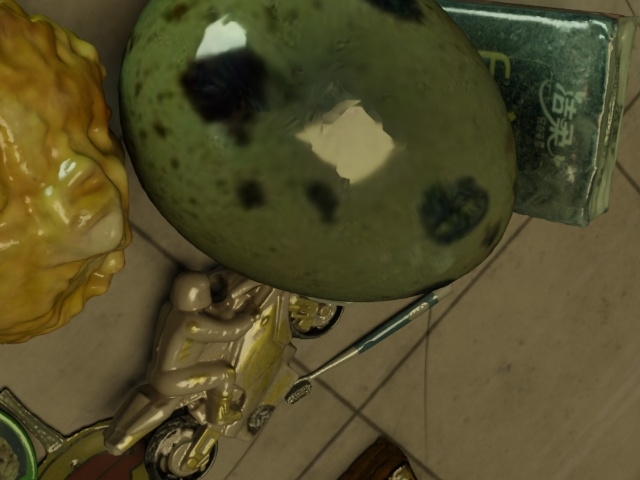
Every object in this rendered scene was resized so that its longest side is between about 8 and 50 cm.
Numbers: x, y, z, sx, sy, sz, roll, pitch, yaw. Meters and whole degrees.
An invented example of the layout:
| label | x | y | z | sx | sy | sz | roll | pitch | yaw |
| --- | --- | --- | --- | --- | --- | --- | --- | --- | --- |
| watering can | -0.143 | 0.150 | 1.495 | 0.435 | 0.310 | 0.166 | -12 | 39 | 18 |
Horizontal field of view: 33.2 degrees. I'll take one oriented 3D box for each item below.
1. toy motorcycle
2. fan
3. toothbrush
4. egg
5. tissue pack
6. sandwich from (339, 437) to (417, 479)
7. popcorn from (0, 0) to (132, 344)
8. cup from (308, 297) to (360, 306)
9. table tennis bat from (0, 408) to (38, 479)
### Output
| label | x | y | z | sx | sy | sz | roll | pitch | yaw |
| --- | --- | --- | --- | --- | --- | --- | --- | --- | --- |
| toy motorcycle | -0.123 | 0.137 | 1.301 | 0.340 | 0.108 | 0.223 | -51 | 126 | -8 |
| fan | -0.288 | 0.298 | 1.340 | 0.229 | 0.011 | 0.335 | -42 | 117 | -5 |
| toothbrush | 0.065 | 0.135 | 1.425 | 0.276 | 0.025 | 0.019 | -33 | 115 | -9 |
| egg | 0.003 | -0.113 | 1.089 | 0.428 | 0.345 | 0.345 | 34 | 92 | 0 |
| tissue pack | 0.187 | -0.159 | 1.230 | 0.103 | 0.316 | 0.228 | -23 | 121 | -53 |
| sandwich | 0.083 | 0.452 | 1.497 | 0.249 | 0.095 | 0.273 | -41 | 116 | -6 |
| popcorn | -0.358 | -0.063 | 1.008 | 0.390 | 0.344 | 0.354 | 18 | 95 | -30 |
| cup | 0.000 | 0.000 | 1.289 | 0.128 | 0.129 | 0.095 | 13 | 124 | -26 |
| table tennis bat | -0.395 | 0.304 | 1.273 | 0.160 | 0.039 | 0.257 | -32 | 108 | -5 |
